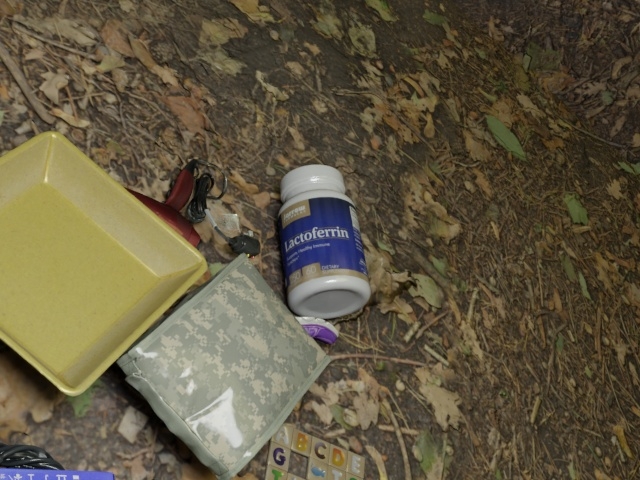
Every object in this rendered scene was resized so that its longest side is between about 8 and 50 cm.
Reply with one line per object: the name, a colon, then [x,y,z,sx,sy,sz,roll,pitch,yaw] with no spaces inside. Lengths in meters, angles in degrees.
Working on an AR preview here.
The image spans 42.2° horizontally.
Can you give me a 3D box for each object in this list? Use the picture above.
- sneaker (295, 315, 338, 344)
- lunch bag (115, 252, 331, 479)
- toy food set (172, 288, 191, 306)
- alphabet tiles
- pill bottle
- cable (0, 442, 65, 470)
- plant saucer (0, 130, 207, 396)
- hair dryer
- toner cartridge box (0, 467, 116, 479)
sneaker: [-0.047,0.170,1.464,0.170,0.068,0.071,10,71,-28]
lunch bag: [-0.155,0.197,1.252,0.235,0.169,0.287,51,36,-3]
toy food set: [-0.259,0.107,1.284,0.019,0.078,0.122,53,40,4]
alphabet tiles: [0.006,0.426,1.364,0.237,0.009,0.198,29,46,-25]
pill bottle: [0.000,0.000,1.543,0.153,0.153,0.264,15,53,-36]
cable: [-0.389,0.329,1.043,0.185,0.047,0.150,10,51,-35]
plant saucer: [-0.381,0.033,1.191,0.333,0.081,0.333,40,42,1]
hair dryer: [-0.256,-0.051,1.422,0.294,0.080,0.223,7,43,-46]
toner cartridge box: [-0.406,0.308,0.868,0.348,0.165,0.075,13,41,-35]
